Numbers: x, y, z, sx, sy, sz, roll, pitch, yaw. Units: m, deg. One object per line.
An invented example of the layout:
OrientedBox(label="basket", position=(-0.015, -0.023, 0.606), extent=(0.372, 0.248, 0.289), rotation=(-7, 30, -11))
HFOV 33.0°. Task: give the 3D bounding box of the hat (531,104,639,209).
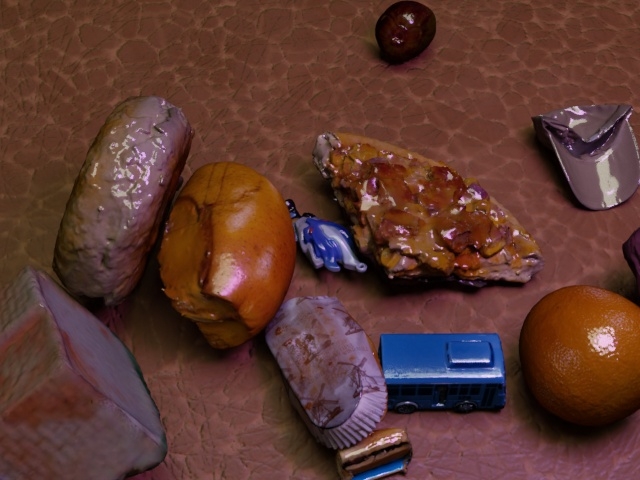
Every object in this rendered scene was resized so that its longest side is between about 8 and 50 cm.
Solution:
OrientedBox(label="hat", position=(0.446, -0.141, 1.833), extent=(0.166, 0.144, 0.173), rotation=(-7, 97, -10))

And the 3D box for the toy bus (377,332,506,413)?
OrientedBox(label="toy bus", position=(0.173, 0.185, 1.535), extent=(0.185, 0.106, 0.090), rotation=(-1, 52, -1))

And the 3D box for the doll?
OrientedBox(label="doll", position=(0.000, 0.000, 1.692), extent=(0.096, 0.070, 0.195), rotation=(-31, 51, -34))

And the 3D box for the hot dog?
OrientedBox(label="hot dog", position=(0.010, 0.174, 1.512), extent=(0.144, 0.075, 0.268), rotation=(-38, 40, 9))

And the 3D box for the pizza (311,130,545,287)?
OrientedBox(label="pizza", position=(0.153, -0.045, 1.683), extent=(0.409, 0.114, 0.278), rotation=(33, 40, 15))

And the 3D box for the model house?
OrientedBox(label="model house", position=(-0.398, 0.232, 1.422), extent=(0.280, 0.245, 0.312), rotation=(-41, 33, 1))

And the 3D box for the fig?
OrientedBox(label="fig", position=(0.163, -0.390, 1.982), extent=(0.109, 0.103, 0.155), rotation=(-24, 9, 26))

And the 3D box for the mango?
OrientedBox(label="mango", position=(-0.141, 0.008, 1.616), extent=(0.199, 0.201, 0.350), rotation=(18, 39, -15))

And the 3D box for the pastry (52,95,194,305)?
OrientedBox(label="pastry", position=(-0.284, -0.067, 1.565), extent=(0.136, 0.329, 0.329), rotation=(20, 54, -4))

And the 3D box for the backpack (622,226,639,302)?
OrientedBox(label="backpack", position=(0.596, 0.054, 1.568), extent=(0.317, 0.197, 0.283), rotation=(9, 40, -24))

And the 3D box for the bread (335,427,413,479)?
OrientedBox(label="bread", position=(0.073, 0.290, 1.472), extent=(0.106, 0.072, 0.053), rotation=(-17, 45, -14))

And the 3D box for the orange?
OrientedBox(label="orange", position=(0.375, 0.159, 1.512), extent=(0.206, 0.206, 0.206), rotation=(1, 53, -2))
